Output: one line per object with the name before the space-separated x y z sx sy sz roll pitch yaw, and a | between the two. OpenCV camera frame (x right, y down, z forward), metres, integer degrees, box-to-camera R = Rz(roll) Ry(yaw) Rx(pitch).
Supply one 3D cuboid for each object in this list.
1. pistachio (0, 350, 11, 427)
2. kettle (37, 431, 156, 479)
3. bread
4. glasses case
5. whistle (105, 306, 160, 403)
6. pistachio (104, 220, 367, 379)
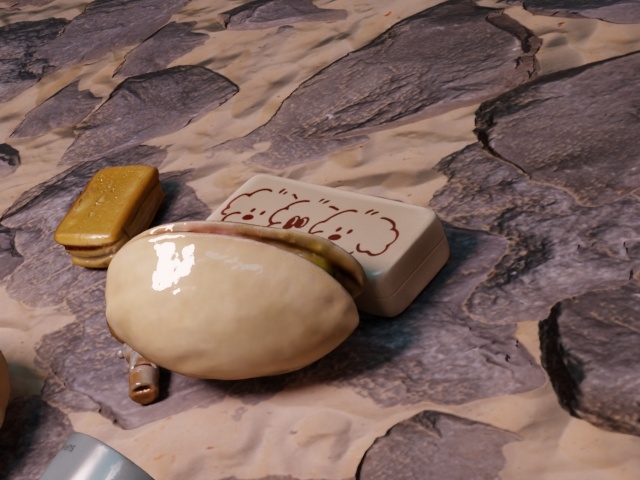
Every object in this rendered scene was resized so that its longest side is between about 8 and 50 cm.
pistachio | -0.515 0.175 1.430 0.309 0.230 0.230 12 46 47
kettle | -0.282 0.337 1.160 0.210 0.160 0.243 -5 40 55
bread | -0.318 -0.039 1.735 0.116 0.077 0.200 -7 35 23
glasses case | 0.000 0.000 1.505 0.336 0.076 0.144 13 47 40
whistle | -0.228 0.125 1.485 0.107 0.057 0.220 -7 39 -3
pistachio | -0.103 0.064 1.356 0.318 0.214 0.193 -6 38 15
